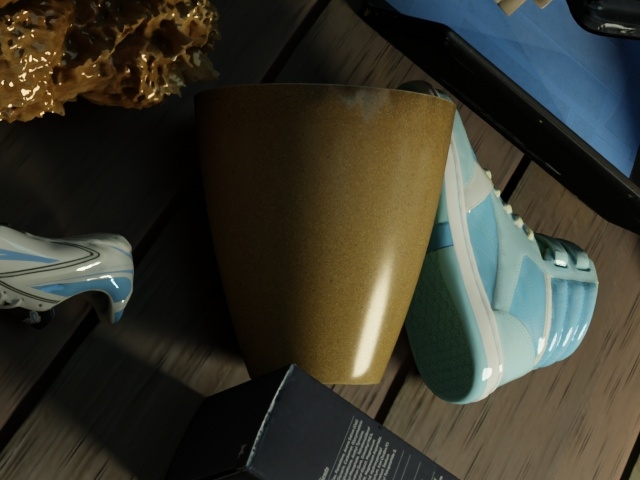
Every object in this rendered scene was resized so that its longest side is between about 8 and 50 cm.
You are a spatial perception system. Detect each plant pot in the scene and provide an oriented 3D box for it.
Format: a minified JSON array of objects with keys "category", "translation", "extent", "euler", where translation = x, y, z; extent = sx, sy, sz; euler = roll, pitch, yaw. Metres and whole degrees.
[{"category":"plant pot","translation":[0.000,0.000,1.426],"extent":[0.237,0.237,0.254],"euler":[4,85,-34]}]

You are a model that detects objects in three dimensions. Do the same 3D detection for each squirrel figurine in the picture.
[{"category":"squirrel figurine","translation":[-0.237,-0.294,1.358],"extent":[0.370,0.281,0.397],"euler":[-33,109,-48]}]

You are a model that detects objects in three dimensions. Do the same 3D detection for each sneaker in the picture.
[{"category":"sneaker","translation":[0.172,-0.010,1.597],"extent":[0.208,0.127,0.319],"euler":[-11,91,-35]},{"category":"sneaker","translation":[-0.263,0.028,1.307],"extent":[0.237,0.085,0.086],"euler":[5,79,-30]}]

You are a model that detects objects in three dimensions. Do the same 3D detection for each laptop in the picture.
[{"category":"laptop","translation":[0.263,-0.206,1.661],"extent":[0.382,0.408,0.236],"euler":[36,91,-19]}]

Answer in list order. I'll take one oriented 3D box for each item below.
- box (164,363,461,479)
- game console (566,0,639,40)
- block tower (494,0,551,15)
[{"category":"box","translation":[-0.006,0.216,1.378],"extent":[0.207,0.153,0.108],"euler":[38,57,-20]},{"category":"game console","translation":[0.421,-0.266,1.767],"extent":[0.361,0.044,0.213],"euler":[3,46,-25]},{"category":"block tower","translation":[0.116,-0.364,1.540],"extent":[0.335,0.091,0.097],"euler":[45,26,-4]}]
